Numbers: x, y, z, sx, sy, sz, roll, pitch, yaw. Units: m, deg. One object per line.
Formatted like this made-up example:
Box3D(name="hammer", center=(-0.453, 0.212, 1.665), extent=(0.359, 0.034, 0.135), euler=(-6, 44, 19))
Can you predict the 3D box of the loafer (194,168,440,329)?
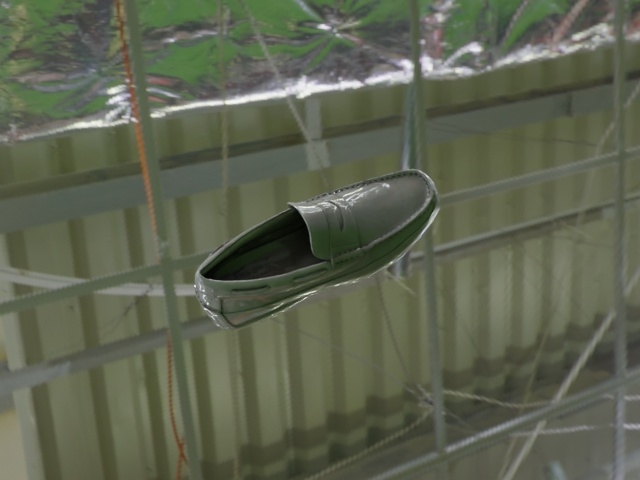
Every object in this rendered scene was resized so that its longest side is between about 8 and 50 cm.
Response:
Box3D(name="loafer", center=(0.000, 0.000, 1.153), extent=(0.319, 0.112, 0.111), euler=(-30, -30, -10))
